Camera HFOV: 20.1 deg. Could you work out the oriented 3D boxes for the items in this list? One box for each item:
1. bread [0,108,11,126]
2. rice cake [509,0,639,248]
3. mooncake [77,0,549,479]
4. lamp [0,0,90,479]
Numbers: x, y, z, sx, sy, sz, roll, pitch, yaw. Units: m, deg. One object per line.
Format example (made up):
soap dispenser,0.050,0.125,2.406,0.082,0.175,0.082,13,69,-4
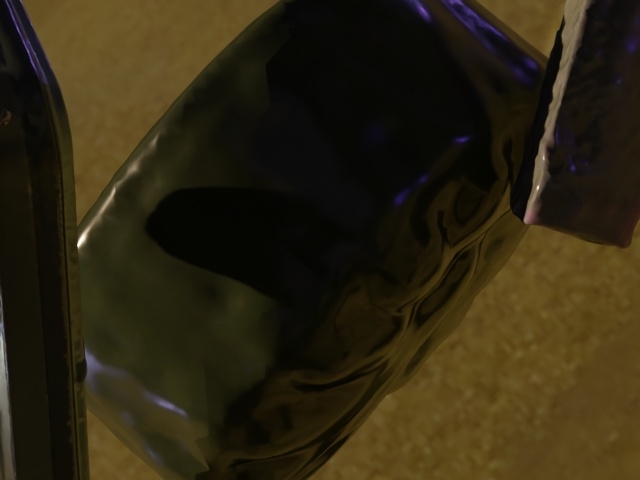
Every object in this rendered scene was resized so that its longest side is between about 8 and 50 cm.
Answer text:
bread,-0.190,-0.034,0.377,0.250,0.179,0.133,33,97,27
rice cake,0.188,-0.179,1.013,0.064,0.070,0.399,139,151,-71
mooncake,0.000,0.000,1.127,0.356,0.194,0.356,-46,-7,-7
lamp,-0.163,-0.034,0.822,0.047,0.269,0.266,-12,47,-17
